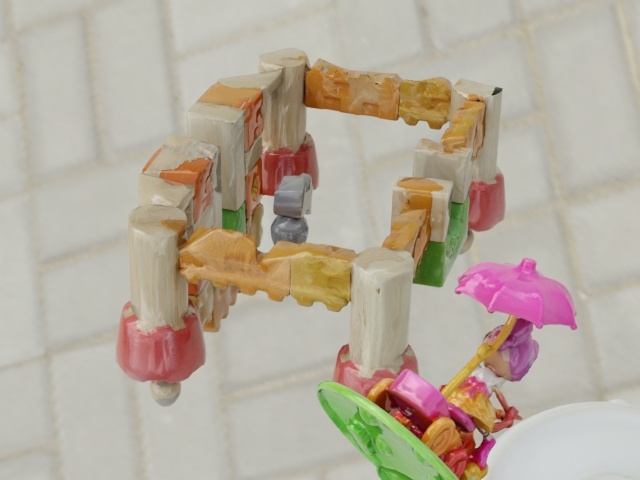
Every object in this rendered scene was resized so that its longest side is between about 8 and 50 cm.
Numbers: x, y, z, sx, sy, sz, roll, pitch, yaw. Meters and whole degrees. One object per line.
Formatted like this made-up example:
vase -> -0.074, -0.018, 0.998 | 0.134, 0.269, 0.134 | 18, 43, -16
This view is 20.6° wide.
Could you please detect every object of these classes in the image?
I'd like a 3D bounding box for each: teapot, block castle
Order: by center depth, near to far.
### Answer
teapot -> 0.221, 0.260, 1.385 | 0.256, 0.187, 0.252 | -28, 53, -20
block castle -> 0.000, 0.000, 1.750 | 0.303, 0.453, 0.213 | 10, 122, 14

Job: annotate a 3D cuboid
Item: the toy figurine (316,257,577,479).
toy figurine -> 0.102, 0.090, 1.127 | 0.130, 0.173, 0.159 | 33, 72, 31
